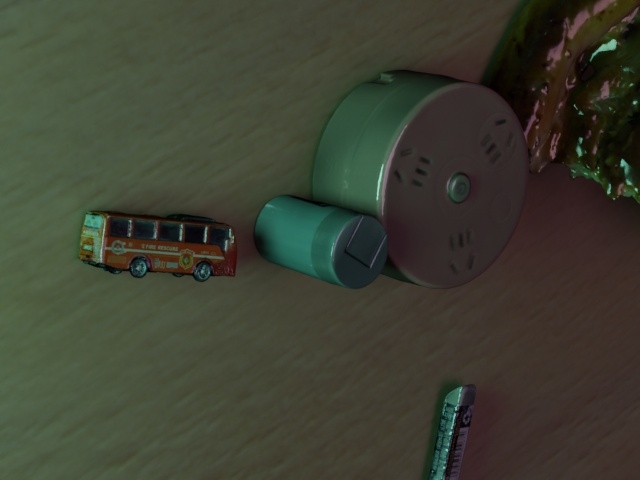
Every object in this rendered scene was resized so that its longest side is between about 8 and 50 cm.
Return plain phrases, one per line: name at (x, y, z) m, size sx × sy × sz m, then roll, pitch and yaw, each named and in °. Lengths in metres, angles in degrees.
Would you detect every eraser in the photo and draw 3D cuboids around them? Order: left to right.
eraser at (0.100, 0.158, 1.357) m, size 0.027 × 0.019 × 0.099 m, roll 1°, pitch 100°, yaw -55°

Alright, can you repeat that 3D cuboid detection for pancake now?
pancake at (0.255, -0.122, 1.297) m, size 0.266 × 0.244 × 0.057 m, roll -36°, pitch 160°, yaw 4°

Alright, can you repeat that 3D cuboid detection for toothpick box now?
toothpick box at (0.000, 0.000, 1.184) m, size 0.052 × 0.083 × 0.052 m, roll -12°, pitch 109°, yaw -39°

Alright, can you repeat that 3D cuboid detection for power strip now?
power strip at (0.074, -0.042, 1.242) m, size 0.154 × 0.078 × 0.154 m, roll -12°, pitch 108°, yaw -40°

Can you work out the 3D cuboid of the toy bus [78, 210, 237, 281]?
toy bus at (-0.104, 0.003, 1.131) m, size 0.110 × 0.031 × 0.043 m, roll 5°, pitch 91°, yaw -41°
